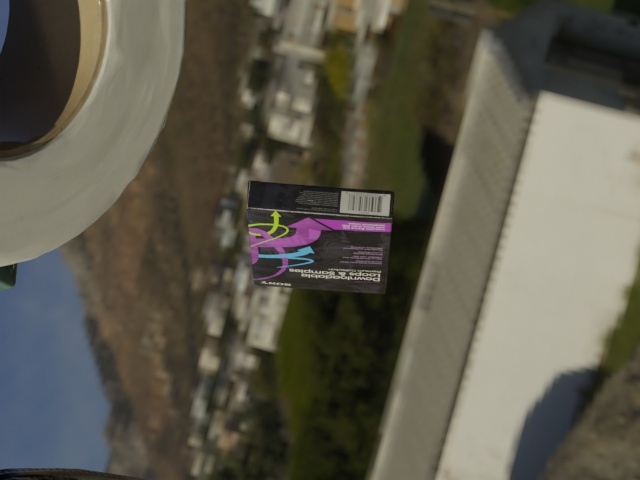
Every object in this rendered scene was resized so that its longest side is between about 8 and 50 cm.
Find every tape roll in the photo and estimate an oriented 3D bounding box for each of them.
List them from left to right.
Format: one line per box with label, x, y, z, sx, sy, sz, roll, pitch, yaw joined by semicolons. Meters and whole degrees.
tape roll;-0.213;-0.131;1.096;0.286;0.100;0.286;-19;-64;-43

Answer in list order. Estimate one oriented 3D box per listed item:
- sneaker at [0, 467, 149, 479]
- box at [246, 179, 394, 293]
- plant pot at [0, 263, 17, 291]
sneaker;-0.140;0.167;0.826;0.341;0.140;0.125;24;-102;-70
box;0.000;0.000;1.491;0.162;0.116;0.029;88;-174;-68
plant pot;-0.362;-0.025;1.432;0.166;0.234;0.165;39;-127;-75
